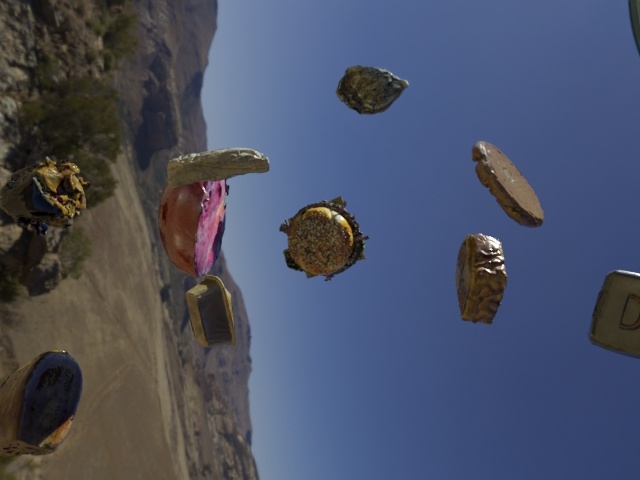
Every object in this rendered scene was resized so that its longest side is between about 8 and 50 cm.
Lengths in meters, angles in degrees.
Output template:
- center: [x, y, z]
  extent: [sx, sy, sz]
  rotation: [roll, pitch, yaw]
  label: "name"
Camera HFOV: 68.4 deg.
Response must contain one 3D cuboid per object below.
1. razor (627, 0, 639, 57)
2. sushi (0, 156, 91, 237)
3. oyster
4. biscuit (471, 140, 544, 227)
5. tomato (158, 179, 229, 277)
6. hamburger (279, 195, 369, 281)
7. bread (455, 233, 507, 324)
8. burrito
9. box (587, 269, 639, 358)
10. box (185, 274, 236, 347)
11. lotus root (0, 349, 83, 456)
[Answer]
- center: [0.574, -0.383, 0.838]
  extent: [0.191, 0.037, 0.068]
  rotation: [69, 25, -19]
  label: "razor"
- center: [-0.837, -0.139, 1.456]
  extent: [0.213, 0.203, 0.200]
  rotation: [57, -5, 44]
  label: "sushi"
- center: [0.204, -0.606, 1.911]
  extent: [0.112, 0.267, 0.199]
  rotation: [-92, -157, -67]
  label: "oyster"
- center: [0.402, -0.119, 1.018]
  extent: [0.042, 0.225, 0.226]
  rotation: [-38, -123, 35]
  label: "biscuit"
- center: [-0.381, -0.065, 1.348]
  extent: [0.290, 0.176, 0.335]
  rotation: [-81, -178, -54]
  label: "tomato"
- center: [-0.002, 0.004, 0.959]
  extent: [0.164, 0.189, 0.093]
  rotation: [57, 25, 2]
  label: "hamburger"
- center: [0.422, 0.098, 1.256]
  extent: [0.222, 0.095, 0.182]
  rotation: [-77, 172, -52]
  label: "bread"
- center: [-0.207, -0.147, 0.939]
  extent: [0.063, 0.229, 0.058]
  rotation: [-79, 155, -47]
  label: "burrito"
- center: [0.785, 0.191, 1.207]
  extent: [0.147, 0.129, 0.210]
  rotation: [17, -98, 35]
  label: "box"
- center: [-0.253, 0.172, 1.125]
  extent: [0.111, 0.111, 0.177]
  rotation: [-154, -127, -71]
  label: "box"
- center: [-0.718, 0.407, 1.197]
  extent: [0.291, 0.193, 0.193]
  rotation: [-102, -169, -52]
  label: "lotus root"
